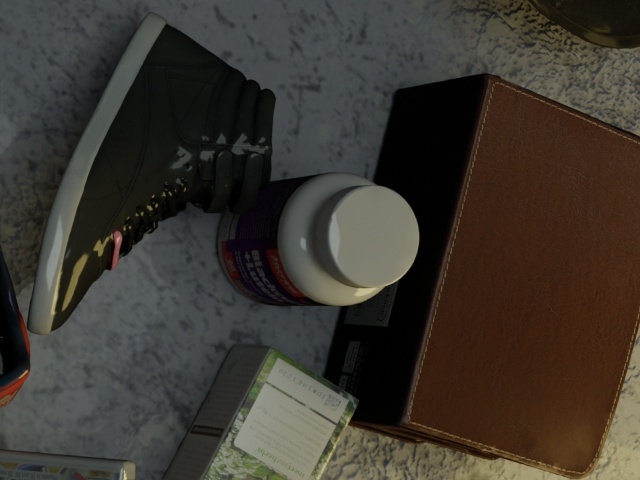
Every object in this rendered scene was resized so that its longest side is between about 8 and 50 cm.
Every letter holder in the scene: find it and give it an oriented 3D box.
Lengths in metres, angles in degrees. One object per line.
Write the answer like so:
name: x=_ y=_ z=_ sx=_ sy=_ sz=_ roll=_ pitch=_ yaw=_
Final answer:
letter holder: x=0.154 y=0.037 z=1.602 sx=0.214 sy=0.152 sz=0.301 roll=19 pitch=80 yaw=-26

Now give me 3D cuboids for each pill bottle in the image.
pill bottle: x=0.000 y=0.000 z=1.502 sx=0.108 sy=0.193 sz=0.108 roll=1 pitch=87 yaw=-25

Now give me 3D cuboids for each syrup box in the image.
syrup box: x=-0.073 y=0.209 z=1.513 sx=0.093 sy=0.096 sz=0.237 roll=32 pitch=77 yaw=-19

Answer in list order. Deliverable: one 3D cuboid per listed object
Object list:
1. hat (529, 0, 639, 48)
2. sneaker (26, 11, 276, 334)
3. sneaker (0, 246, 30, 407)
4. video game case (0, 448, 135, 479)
hat: x=0.224 y=-0.336 z=1.657 sx=0.331 sy=0.134 sz=0.331 roll=-11 pitch=108 yaw=-38
sneaker: x=-0.122 y=-0.037 z=1.448 sx=0.147 sy=0.104 sz=0.295 roll=23 pitch=59 yaw=-3
sneaker: x=-0.315 y=-0.025 z=1.377 sx=0.131 sy=0.148 sz=0.350 roll=-35 pitch=103 yaw=-22
video game case: x=-0.247 y=0.258 z=1.379 sx=0.026 sy=0.227 sz=0.206 roll=12 pitch=81 yaw=-66
